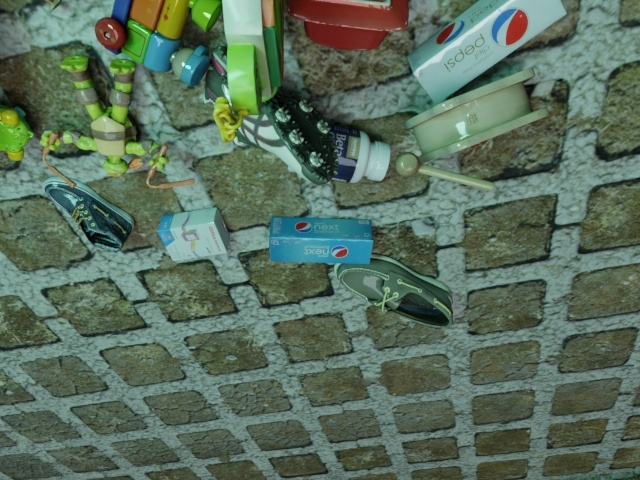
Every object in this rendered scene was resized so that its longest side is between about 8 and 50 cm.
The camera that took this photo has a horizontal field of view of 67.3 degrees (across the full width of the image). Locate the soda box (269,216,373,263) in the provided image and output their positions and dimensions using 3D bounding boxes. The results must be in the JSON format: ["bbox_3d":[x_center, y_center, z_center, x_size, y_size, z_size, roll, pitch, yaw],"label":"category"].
[{"bbox_3d":[0.000,0.000,1.001,0.210,0.067,0.071,2,132,-2],"label":"soda box"}]

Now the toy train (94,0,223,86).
[{"bbox_3d":[-0.194,-0.342,0.648,0.143,0.105,0.248,30,126,-8],"label":"toy train"}]

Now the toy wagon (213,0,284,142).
[{"bbox_3d":[-0.081,-0.276,0.563,0.068,0.344,0.267,-2,162,-1],"label":"toy wagon"}]

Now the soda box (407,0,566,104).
[{"bbox_3d":[0.243,-0.308,0.726,0.216,0.069,0.074,-32,125,26],"label":"soda box"}]

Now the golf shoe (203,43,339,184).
[{"bbox_3d":[-0.079,-0.185,0.765,0.273,0.105,0.120,51,133,6],"label":"golf shoe"}]

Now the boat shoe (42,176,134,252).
[{"bbox_3d":[-0.457,-0.050,0.939,0.183,0.083,0.065,33,124,-26],"label":"boat shoe"}]

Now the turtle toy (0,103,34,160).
[{"bbox_3d":[-0.554,-0.198,0.816,0.130,0.066,0.095,13,131,-11],"label":"turtle toy"}]

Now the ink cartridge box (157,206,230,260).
[{"bbox_3d":[-0.259,-0.012,0.997,0.123,0.052,0.088,-9,131,6],"label":"ink cartridge box"}]

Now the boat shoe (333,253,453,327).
[{"bbox_3d":[0.173,0.118,1.093,0.305,0.091,0.109,20,129,-18],"label":"boat shoe"}]

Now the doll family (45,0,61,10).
[{"bbox_3d":[-0.369,-0.402,0.635,0.193,0.076,0.111,-36,119,21],"label":"doll family"}]

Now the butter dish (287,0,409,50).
[{"bbox_3d":[0.034,-0.324,0.677,0.160,0.160,0.118,5,154,-4],"label":"butter dish"}]

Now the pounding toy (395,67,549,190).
[{"bbox_3d":[0.238,-0.157,0.784,0.270,0.154,0.154,-22,95,-2],"label":"pounding toy"}]

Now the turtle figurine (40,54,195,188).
[{"bbox_3d":[-0.342,-0.191,0.813,0.270,0.087,0.217,9,124,2],"label":"turtle figurine"}]

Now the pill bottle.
[{"bbox_3d":[0.032,-0.153,0.846,0.170,0.094,0.094,9,131,-9],"label":"pill bottle"}]
